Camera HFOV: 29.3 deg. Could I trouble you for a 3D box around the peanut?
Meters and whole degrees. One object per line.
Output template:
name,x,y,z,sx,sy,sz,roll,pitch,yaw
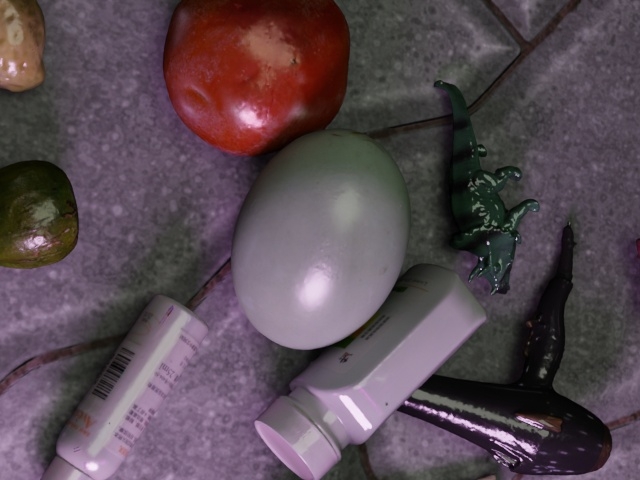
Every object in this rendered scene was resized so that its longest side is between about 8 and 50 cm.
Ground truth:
peanut,-0.388,-0.270,1.381,0.103,0.098,0.229,-38,104,22

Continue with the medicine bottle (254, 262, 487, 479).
medicine bottle,0.059,0.158,1.502,0.296,0.161,0.111,-44,104,-17

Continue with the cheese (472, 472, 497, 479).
cheese,0.056,0.369,1.558,0.400,0.034,0.085,-6,94,-22

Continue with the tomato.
tomato,-0.072,-0.209,1.456,0.232,0.188,0.231,1,88,-20

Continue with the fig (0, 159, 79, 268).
fig,-0.350,-0.025,1.372,0.156,0.123,0.123,-9,90,-11

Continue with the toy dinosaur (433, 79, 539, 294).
toy dinosaur,0.222,-0.073,1.628,0.120,0.079,0.291,-1,85,-19

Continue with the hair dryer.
hair dryer,0.265,0.127,1.645,0.304,0.120,0.359,20,69,-6

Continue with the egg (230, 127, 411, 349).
egg,0.000,0.000,1.448,0.203,0.203,0.282,8,117,-22

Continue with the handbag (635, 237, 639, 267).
handbag,0.552,0.031,1.681,0.146,0.225,0.135,-9,89,-44

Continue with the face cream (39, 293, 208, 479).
face cream,-0.233,0.191,1.423,0.082,0.082,0.269,38,73,-16
